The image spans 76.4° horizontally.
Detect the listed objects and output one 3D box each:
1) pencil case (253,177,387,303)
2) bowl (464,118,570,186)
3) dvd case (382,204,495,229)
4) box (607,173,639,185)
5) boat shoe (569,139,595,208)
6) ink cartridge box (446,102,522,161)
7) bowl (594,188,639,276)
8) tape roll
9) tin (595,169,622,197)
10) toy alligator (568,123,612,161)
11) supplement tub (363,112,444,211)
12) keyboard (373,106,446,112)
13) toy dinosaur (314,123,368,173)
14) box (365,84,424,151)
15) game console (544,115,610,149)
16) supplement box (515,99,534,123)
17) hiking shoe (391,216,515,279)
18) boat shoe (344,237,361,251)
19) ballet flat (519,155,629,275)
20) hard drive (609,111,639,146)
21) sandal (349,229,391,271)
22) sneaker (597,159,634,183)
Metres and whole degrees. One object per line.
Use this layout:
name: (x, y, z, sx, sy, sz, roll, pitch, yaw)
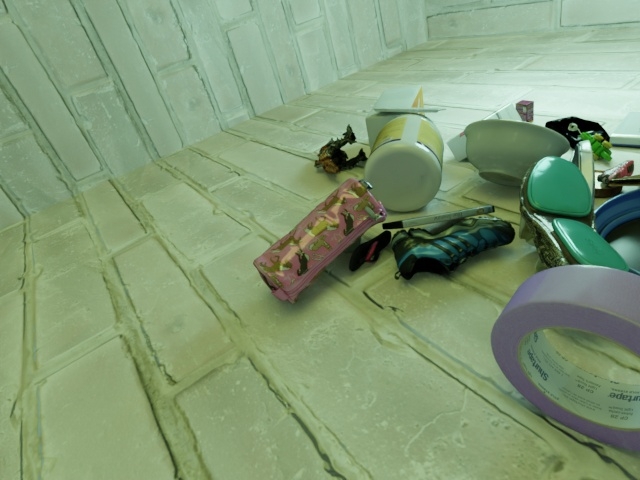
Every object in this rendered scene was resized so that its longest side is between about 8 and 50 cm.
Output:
pencil case: (0.000, 0.000, 1.099, 0.386, 0.160, 0.167, -41, -2, -11)
bowl: (0.571, -0.248, 1.235, 0.298, 0.133, 0.298, 17, 1, 0)
dvd case: (0.314, -0.061, 1.115, 0.254, 0.022, 0.180, -10, 1, -7)
box: (0.856, -0.155, 1.016, 0.202, 0.021, 0.165, -12, 10, -32)
boat shoe: (0.672, -0.149, 1.088, 0.102, 0.108, 0.300, -2, 55, 37)
ink cartridge box: (0.598, -0.395, 1.485, 0.218, 0.092, 0.159, -35, 4, -24)
bowl: (0.788, 0.009, 0.846, 0.392, 0.077, 0.391, -12, 33, 8)
tape roll: (0.402, 0.171, 0.593, 0.275, 0.274, 0.090, 18, 47, 43)
tin: (0.755, -0.167, 1.169, 0.190, 0.040, 0.106, 16, 41, 41)
toy alligator: (0.870, -0.312, 1.298, 0.052, 0.056, 0.189, 8, 44, -29)
supplement tub: (0.288, -0.275, 1.365, 0.242, 0.240, 0.331, -3, 34, 21)
keyboard: (0.315, -0.471, 1.456, 0.256, 0.014, 0.072, 16, 32, 37)
toy dinosaur: (0.072, -0.347, 1.714, 0.219, 0.164, 0.321, -26, 48, 14)
box: (0.322, -0.475, 1.680, 0.169, 0.214, 0.345, 0, 37, 24)
game console: (0.797, -0.361, 1.442, 0.362, 0.043, 0.213, -11, 32, 7)
supplement box: (0.816, -0.513, 1.625, 0.043, 0.083, 0.055, -29, 35, -17)
hiking shoe: (0.336, 0.031, 1.026, 0.305, 0.113, 0.131, -11, 54, 13)
boat shoe: (0.016, -0.009, 1.252, 0.228, 0.079, 0.081, 2, 30, 18)
ballet flat: (0.522, -0.009, 0.903, 0.164, 0.181, 0.482, 12, 39, 7)
hard drive: (1.117, -0.342, 1.259, 0.319, 0.040, 0.210, 19, 47, 44)
sandal: (0.148, 0.028, 1.136, 0.179, 0.067, 0.040, -34, 47, -29)
sneaker: (0.805, -0.188, 1.111, 0.120, 0.047, 0.057, -28, 23, -19)
